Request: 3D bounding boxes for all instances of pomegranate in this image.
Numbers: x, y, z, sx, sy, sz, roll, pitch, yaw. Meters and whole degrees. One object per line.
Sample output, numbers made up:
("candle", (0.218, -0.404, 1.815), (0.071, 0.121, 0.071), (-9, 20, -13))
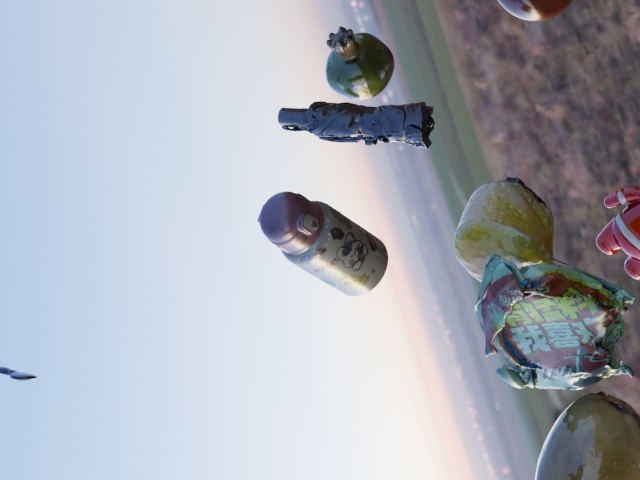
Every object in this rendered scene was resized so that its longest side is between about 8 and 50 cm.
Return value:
("pomegranate", (0.056, -0.292, 1.732), (0.142, 0.115, 0.114), (50, -160, -53))

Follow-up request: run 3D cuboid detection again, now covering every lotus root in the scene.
("lotus root", (0.446, 0.408, 1.789), (0.183, 0.183, 0.309), (-58, -13, -84))

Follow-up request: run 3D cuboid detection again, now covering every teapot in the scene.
("teapot", (0.374, -0.495, 2.025), (0.135, 0.252, 0.178), (146, 124, -69))

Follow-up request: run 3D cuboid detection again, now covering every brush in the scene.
("brush", (-0.319, 0.139, 1.120), (0.083, 0.024, 0.008), (3, 94, 49))

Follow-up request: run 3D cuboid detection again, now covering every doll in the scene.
("doll", (0.672, -0.071, 2.067), (0.200, 0.336, 0.105), (43, -139, 14))

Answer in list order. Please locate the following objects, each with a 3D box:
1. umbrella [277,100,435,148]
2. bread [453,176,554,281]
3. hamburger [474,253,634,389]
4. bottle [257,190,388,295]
("umbrella", (0.050, -0.178, 1.593), (0.059, 0.236, 0.066), (44, -126, -69))
("bread", (0.347, -0.003, 1.975), (0.197, 0.197, 0.170), (67, -144, -50))
("hamburger", (0.396, 0.128, 1.816), (0.150, 0.261, 0.276), (-72, -24, -46))
("bottle", (0.000, 0.000, 1.804), (0.253, 0.120, 0.120), (32, -146, -46))
